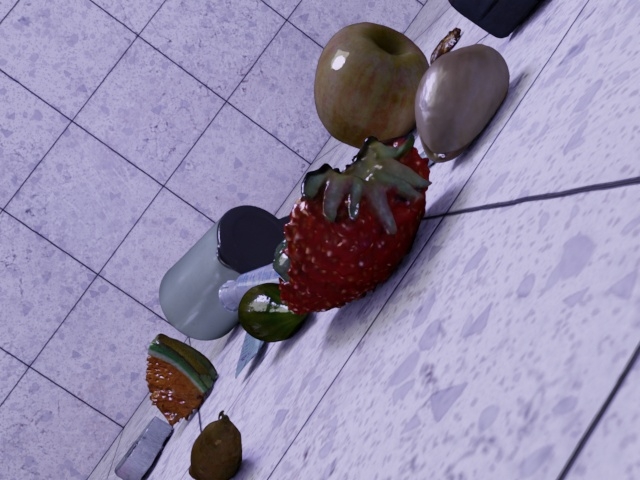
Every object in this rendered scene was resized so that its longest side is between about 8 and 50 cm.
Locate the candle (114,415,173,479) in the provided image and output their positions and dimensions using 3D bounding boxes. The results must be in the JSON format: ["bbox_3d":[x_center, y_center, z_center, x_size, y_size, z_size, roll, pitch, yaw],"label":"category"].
[{"bbox_3d":[-0.448,0.539,1.768,0.168,0.068,0.192,-51,5,26],"label":"candle"}]

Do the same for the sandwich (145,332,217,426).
[{"bbox_3d":[-0.351,0.327,1.693,0.160,0.185,0.109,-51,1,1],"label":"sandwich"}]

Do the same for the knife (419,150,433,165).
[{"bbox_3d":[0.160,-0.127,1.216,0.044,0.023,0.162,-53,7,-21],"label":"knife"}]

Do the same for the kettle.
[{"bbox_3d":[-0.213,0.070,1.941,0.361,0.250,0.376,-23,-13,-42],"label":"kettle"}]

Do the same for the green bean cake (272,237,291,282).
[{"bbox_3d":[0.000,0.000,1.266,0.185,0.094,0.183,-45,9,6],"label":"green bean cake"}]

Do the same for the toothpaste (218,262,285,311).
[{"bbox_3d":[-0.082,0.077,1.447,0.299,0.073,0.114,-22,26,34],"label":"toothpaste"}]

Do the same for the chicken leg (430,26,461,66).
[{"bbox_3d":[0.309,-0.476,1.788,0.145,0.037,0.062,-52,22,2],"label":"chicken leg"}]

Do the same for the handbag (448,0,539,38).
[{"bbox_3d":[0.334,-0.500,1.226,0.181,0.181,0.254,-46,14,53],"label":"handbag"}]

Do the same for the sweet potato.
[{"bbox_3d":[-0.152,0.314,1.011,0.075,0.074,0.269,-60,-1,-36],"label":"sweet potato"}]

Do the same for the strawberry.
[{"bbox_3d":[0.060,0.010,0.972,0.233,0.137,0.306,-37,-27,-30],"label":"strawberry"}]

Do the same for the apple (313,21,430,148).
[{"bbox_3d":[0.109,-0.325,1.523,0.257,0.256,0.234,-63,-2,-46],"label":"apple"}]

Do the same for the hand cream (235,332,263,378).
[{"bbox_3d":[-0.125,0.161,1.513,0.085,0.058,0.331,-48,10,28],"label":"hand cream"}]

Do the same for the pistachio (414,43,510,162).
[{"bbox_3d":[0.198,-0.200,1.018,0.124,0.124,0.185,167,122,-78],"label":"pistachio"}]

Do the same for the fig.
[{"bbox_3d":[-0.070,0.131,1.239,0.177,0.117,0.117,9,61,56],"label":"fig"}]
